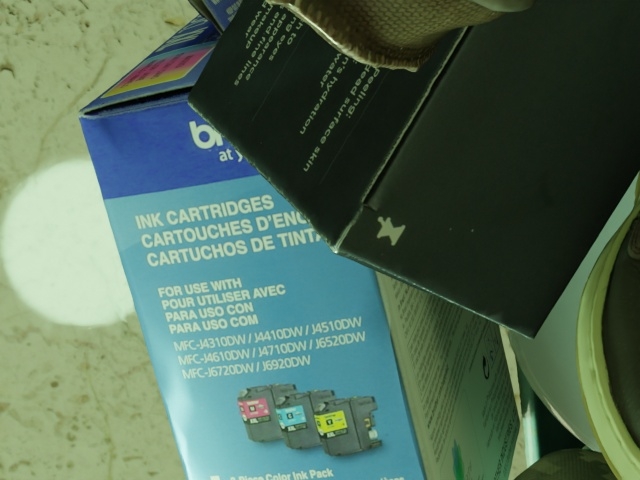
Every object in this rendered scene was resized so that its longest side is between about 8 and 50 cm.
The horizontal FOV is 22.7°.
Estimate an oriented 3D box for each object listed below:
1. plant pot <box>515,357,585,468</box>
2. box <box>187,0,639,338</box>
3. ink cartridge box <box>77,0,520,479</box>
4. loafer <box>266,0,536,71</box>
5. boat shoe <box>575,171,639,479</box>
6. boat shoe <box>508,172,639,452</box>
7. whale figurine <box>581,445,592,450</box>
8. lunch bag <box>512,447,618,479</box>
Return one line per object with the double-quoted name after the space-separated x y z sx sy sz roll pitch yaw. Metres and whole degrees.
0.302 0.069 1.107 0.247 0.252 0.248 16 138 27 "plant pot"
0.048 -0.074 0.570 0.093 0.156 0.158 26 -169 -30 "box"
0.000 0.000 0.941 0.151 0.396 0.270 -8 -162 16 "ink cartridge box"
-0.095 -0.150 0.472 0.366 0.130 0.134 37 -157 17 "loafer"
0.138 -0.005 0.509 0.080 0.073 0.223 25 -139 1 "boat shoe"
0.128 -0.050 0.901 0.367 0.135 0.156 58 -164 -13 "boat shoe"
0.238 0.212 0.982 0.216 0.141 0.272 38 146 0 "whale figurine"
0.190 0.216 0.526 0.256 0.213 0.305 23 177 38 "lunch bag"
